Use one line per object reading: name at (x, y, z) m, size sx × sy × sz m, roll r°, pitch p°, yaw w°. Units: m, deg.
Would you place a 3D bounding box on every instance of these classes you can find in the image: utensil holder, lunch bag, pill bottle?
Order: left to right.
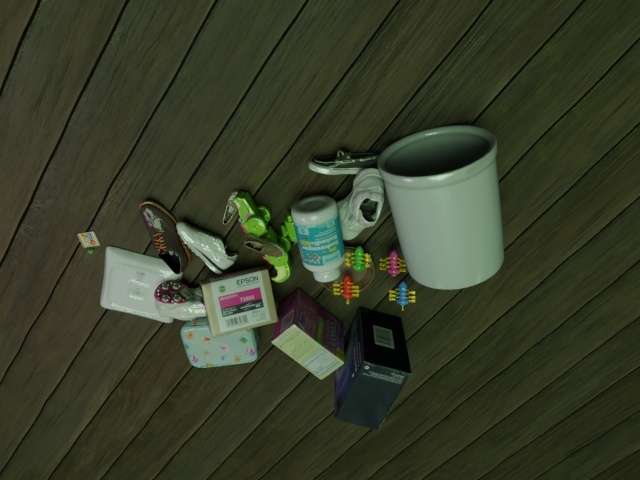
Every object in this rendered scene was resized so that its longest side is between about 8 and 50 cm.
lunch bag at (-0.374, 0.369, 1.940) m, size 0.279 × 0.108 × 0.224 m, roll -6°, pitch 121°, yaw 6°
pill bottle at (0.000, 0.000, 1.653) m, size 0.146 × 0.146 × 0.264 m, roll -9°, pitch 119°, yaw 7°
utensil holder at (0.369, -0.095, 1.526) m, size 0.327 × 0.328 × 0.386 m, roll -13°, pitch 120°, yaw 9°

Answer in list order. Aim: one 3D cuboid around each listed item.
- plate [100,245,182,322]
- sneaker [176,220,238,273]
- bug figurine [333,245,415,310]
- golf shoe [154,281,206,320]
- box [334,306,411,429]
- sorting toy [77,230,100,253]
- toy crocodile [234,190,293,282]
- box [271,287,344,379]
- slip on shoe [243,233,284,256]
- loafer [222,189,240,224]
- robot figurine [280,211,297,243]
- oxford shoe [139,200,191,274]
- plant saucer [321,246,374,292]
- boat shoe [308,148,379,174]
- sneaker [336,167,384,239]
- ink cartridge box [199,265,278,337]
plate at (-0.657, 0.174, 1.874) m, size 0.277 × 0.045 × 0.278 m, roll 16°, pitch 119°, yaw -6°
sneaker at (-0.388, 0.007, 1.756) m, size 0.095 × 0.090 × 0.235 m, roll -40°, pitch 115°, yaw 8°
bug figurine at (0.187, 0.127, 1.749) m, size 0.278 × 0.072 × 0.216 m, roll 6°, pitch 113°, yaw 12°
golf shoe at (-0.443, 0.230, 1.863) m, size 0.306 × 0.115 × 0.140 m, roll 11°, pitch 133°, yaw -14°
box at (0.173, 0.458, 1.862) m, size 0.182 × 0.296 × 0.294 m, roll 16°, pitch 119°, yaw -8°
sorting toy at (-0.802, 0.009, 1.801) m, size 0.062 × 0.012 × 0.083 m, roll -10°, pitch 119°, yaw 7°
toy crocodile at (-0.187, -0.011, 1.710) m, size 0.105 × 0.115 × 0.341 m, roll -25°, pitch 116°, yaw 16°
box at (-0.038, 0.329, 1.843) m, size 0.117 × 0.214 × 0.243 m, roll -40°, pitch 111°, yaw 22°
slip on shoe at (-0.180, 0.023, 1.639) m, size 0.135 × 0.041 × 0.051 m, roll 28°, pitch 122°, yaw -14°
loafer at (-0.292, -0.106, 1.702) m, size 0.045 × 0.039 × 0.125 m, roll 21°, pitch 118°, yaw -11°
robot figurine at (-0.080, -0.043, 1.716) m, size 0.101 × 0.067 × 0.115 m, roll -17°, pitch 119°, yaw -2°
oxford shoe at (-0.521, -0.008, 1.732) m, size 0.096 × 0.098 × 0.271 m, roll -21°, pitch 117°, yaw 13°
plant saucer at (0.088, 0.099, 1.810) m, size 0.198 × 0.036 × 0.199 m, roll 1°, pitch 119°, yaw 1°
boat shoe at (0.073, -0.247, 1.594) m, size 0.219 × 0.078 × 0.070 m, roll 0°, pitch 121°, yaw -7°
sneaker at (0.113, -0.083, 1.614) m, size 0.114 × 0.152 × 0.305 m, roll 9°, pitch 141°, yaw -13°
ink cartridge box at (-0.280, 0.209, 1.780) m, size 0.234 × 0.088 × 0.193 m, roll -13°, pitch 99°, yaw -14°
